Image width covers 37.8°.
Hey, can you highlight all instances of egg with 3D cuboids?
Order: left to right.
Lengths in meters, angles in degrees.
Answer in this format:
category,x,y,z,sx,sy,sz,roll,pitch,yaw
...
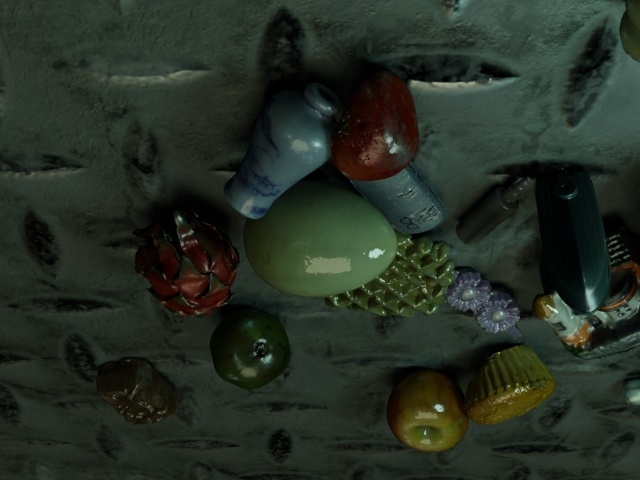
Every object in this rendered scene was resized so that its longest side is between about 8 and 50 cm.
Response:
category,x,y,z,sx,sy,sz,roll,pitch,yaw
egg,0.000,0.000,1.730,0.295,0.218,0.218,9,147,19

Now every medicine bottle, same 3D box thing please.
category,x,y,z,sx,sy,sz,roll,pitch,yaw
medicine bottle,0.340,-0.063,1.802,0.057,0.058,0.199,18,139,-23

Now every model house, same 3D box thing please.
category,x,y,z,sx,sy,sz,roll,pitch,yaw
model house,0.546,0.083,1.891,0.271,0.190,0.301,-25,136,32

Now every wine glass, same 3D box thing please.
category,x,y,z,sx,sy,sz,roll,pitch,yaw
wine glass,0.858,0.374,2.386,0.155,0.072,0.072,-23,138,26

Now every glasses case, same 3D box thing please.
category,x,y,z,sx,sy,sz,roll,pitch,yaw
glasses case,0.137,-0.100,1.741,0.109,0.067,0.282,-22,140,23

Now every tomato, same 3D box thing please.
category,x,y,z,sx,sy,sz,roll,pitch,yaw
tomato,0.110,-0.173,1.542,0.173,0.099,0.189,5,116,-48

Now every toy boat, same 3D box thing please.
category,x,y,z,sx,sy,sz,roll,pitch,yaw
toy boat,0.463,0.008,1.701,0.114,0.296,0.122,-10,146,13

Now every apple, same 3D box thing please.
category,x,y,z,sx,sy,sz,roll,pitch,yaw
apple,0.273,0.426,2.377,0.210,0.173,0.235,3,135,3

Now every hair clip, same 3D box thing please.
category,x,y,z,sx,sy,sz,roll,pitch,yaw
hair clip,0.358,0.132,2.061,0.292,0.084,0.106,35,114,-32

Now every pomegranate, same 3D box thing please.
category,x,y,z,sx,sy,sz,roll,pitch,yaw
pomegranate,-0.169,0.249,2.143,0.187,0.187,0.225,11,167,-15

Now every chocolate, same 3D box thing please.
category,x,y,z,sx,sy,sz,roll,pitch,yaw
chocolate,-0.469,0.390,2.383,0.148,0.093,0.214,-15,141,17

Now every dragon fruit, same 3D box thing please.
category,x,y,z,sx,sy,sz,roll,pitch,yaw
dragon fruit,-0.258,0.035,1.827,0.193,0.192,0.274,-19,135,-25

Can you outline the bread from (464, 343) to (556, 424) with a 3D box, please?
category,x,y,z,sx,sy,sz,roll,pitch,yaw
bread,0.453,0.362,2.288,0.240,0.139,0.240,-21,156,-10

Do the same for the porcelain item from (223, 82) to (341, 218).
category,x,y,z,sx,sy,sz,roll,pitch,yaw
porcelain item,-0.062,-0.153,1.588,0.141,0.141,0.259,22,124,-27

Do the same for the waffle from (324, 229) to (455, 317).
category,x,y,z,sx,sy,sz,roll,pitch,yaw
waffle,0.124,0.071,1.957,0.309,0.056,0.292,8,141,1

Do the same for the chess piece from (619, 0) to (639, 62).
category,x,y,z,sx,sy,sz,roll,pitch,yaw
chess piece,0.508,-0.404,1.258,0.182,0.182,0.330,-5,137,7
